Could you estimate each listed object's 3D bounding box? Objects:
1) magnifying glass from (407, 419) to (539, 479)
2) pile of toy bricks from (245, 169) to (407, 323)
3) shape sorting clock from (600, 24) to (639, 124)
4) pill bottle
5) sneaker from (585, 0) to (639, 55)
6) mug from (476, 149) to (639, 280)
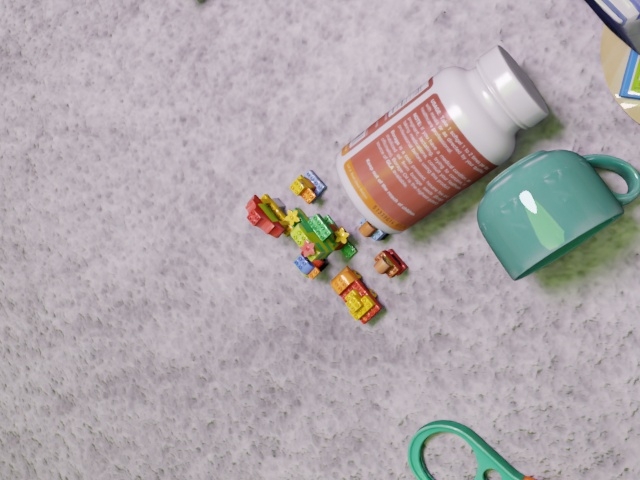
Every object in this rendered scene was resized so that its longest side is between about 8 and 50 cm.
[{"bbox_3d":[0.210,0.279,0.865,0.231,0.026,0.092,14,101,25],"label":"magnifying glass"},{"bbox_3d":[0.000,0.000,0.903,0.212,0.105,0.118,49,114,15],"label":"pile of toy bricks"},{"bbox_3d":[0.380,-0.195,0.718,0.206,0.040,0.206,-4,83,31],"label":"shape sorting clock"},{"bbox_3d":[0.132,-0.110,0.814,0.216,0.121,0.121,-36,78,26],"label":"pill bottle"},{"bbox_3d":[0.282,-0.351,0.694,0.182,0.127,0.315,-33,69,26],"label":"sneaker"},{"bbox_3d":[0.237,-0.037,0.773,0.097,0.158,0.129,58,140,14],"label":"mug"}]
